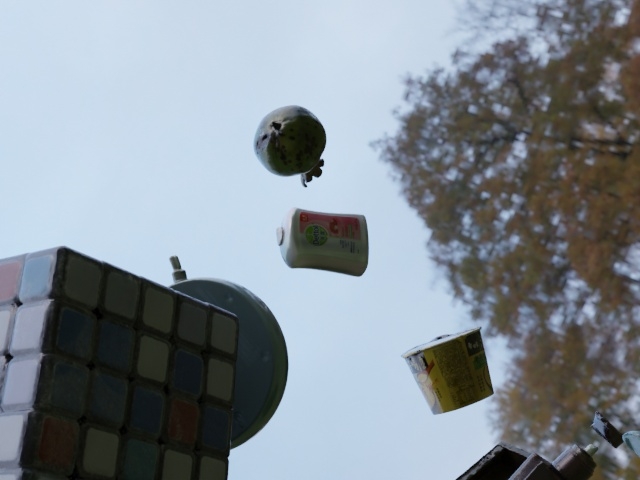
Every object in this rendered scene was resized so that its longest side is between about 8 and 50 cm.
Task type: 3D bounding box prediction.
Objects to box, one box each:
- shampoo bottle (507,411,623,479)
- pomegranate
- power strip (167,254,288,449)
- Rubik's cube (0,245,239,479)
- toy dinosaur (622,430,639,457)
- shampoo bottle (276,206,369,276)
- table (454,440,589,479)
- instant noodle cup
[{"bbox_3d":[0.196,0.260,1.097,0.236,0.067,0.068,-46,-20,1],"label":"shampoo bottle"},{"bbox_3d":[-0.040,-0.148,1.873,0.122,0.122,0.161,-51,-46,-18],"label":"pomegranate"},{"bbox_3d":[-0.137,0.130,1.474,0.167,0.253,0.054,-43,-19,10],"label":"power strip"},{"bbox_3d":[-0.290,0.196,1.256,0.287,0.292,0.293,29,-124,-48],"label":"Rubik's cube"},{"bbox_3d":[0.374,0.086,0.748,0.331,0.129,0.383,-38,-63,-13],"label":"toy dinosaur"},{"bbox_3d":[0.000,0.000,1.243,0.099,0.072,0.043,7,-31,-15],"label":"shampoo bottle"},{"bbox_3d":[0.250,0.407,1.532,0.169,0.172,0.193,-29,-56,-37],"label":"table"},{"bbox_3d":[0.228,0.226,1.987,0.151,0.151,0.122,-19,-94,-44],"label":"instant noodle cup"}]
